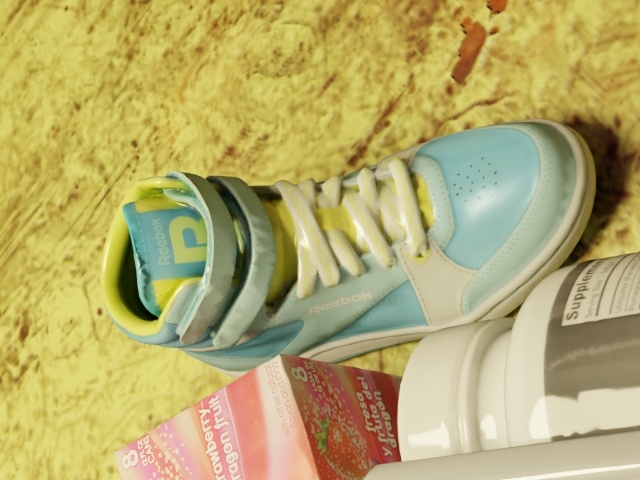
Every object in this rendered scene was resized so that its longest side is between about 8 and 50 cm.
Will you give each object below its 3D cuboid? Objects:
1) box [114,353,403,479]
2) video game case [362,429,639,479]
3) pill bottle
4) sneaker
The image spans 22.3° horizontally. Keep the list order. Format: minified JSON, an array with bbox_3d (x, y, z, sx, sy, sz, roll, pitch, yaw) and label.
[{"bbox_3d":[0.003,0.239,0.998,0.154,0.142,0.300,-31,63,28],"label":"box"},{"bbox_3d":[0.214,0.223,0.807,0.329,0.036,0.300,-13,112,34],"label":"video game case"},{"bbox_3d":[0.208,0.088,0.864,0.318,0.176,0.176,-12,73,33],"label":"pill bottle"},{"bbox_3d":[0.000,0.000,1.012,0.319,0.208,0.127,-28,64,28],"label":"sneaker"}]
